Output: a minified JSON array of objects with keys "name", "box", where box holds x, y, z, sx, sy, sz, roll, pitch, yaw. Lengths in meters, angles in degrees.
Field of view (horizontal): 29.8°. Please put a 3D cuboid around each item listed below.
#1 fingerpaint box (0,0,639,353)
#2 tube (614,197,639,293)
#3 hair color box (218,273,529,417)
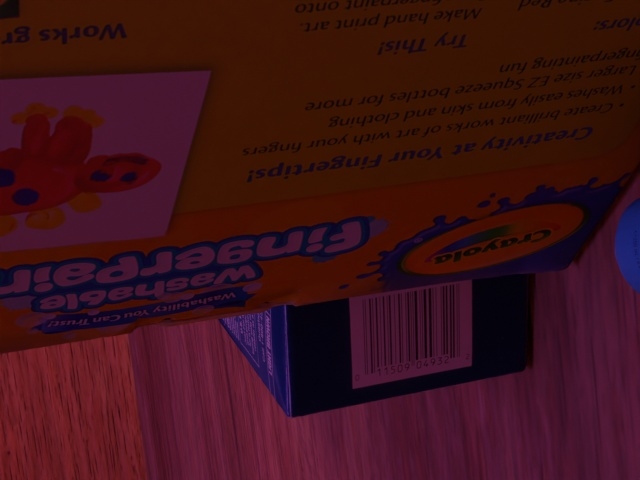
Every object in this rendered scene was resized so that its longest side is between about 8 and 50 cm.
[{"name":"fingerpaint box","box":[-0.045,-0.116,0.551,0.371,0.445,0.163,108,150,-56]},{"name":"tube","box":[0.205,-0.003,0.494,0.207,0.052,0.080,-10,100,67]},{"name":"hair color box","box":[0.000,0.000,0.911,0.347,0.174,0.105,-138,43,-63]}]
